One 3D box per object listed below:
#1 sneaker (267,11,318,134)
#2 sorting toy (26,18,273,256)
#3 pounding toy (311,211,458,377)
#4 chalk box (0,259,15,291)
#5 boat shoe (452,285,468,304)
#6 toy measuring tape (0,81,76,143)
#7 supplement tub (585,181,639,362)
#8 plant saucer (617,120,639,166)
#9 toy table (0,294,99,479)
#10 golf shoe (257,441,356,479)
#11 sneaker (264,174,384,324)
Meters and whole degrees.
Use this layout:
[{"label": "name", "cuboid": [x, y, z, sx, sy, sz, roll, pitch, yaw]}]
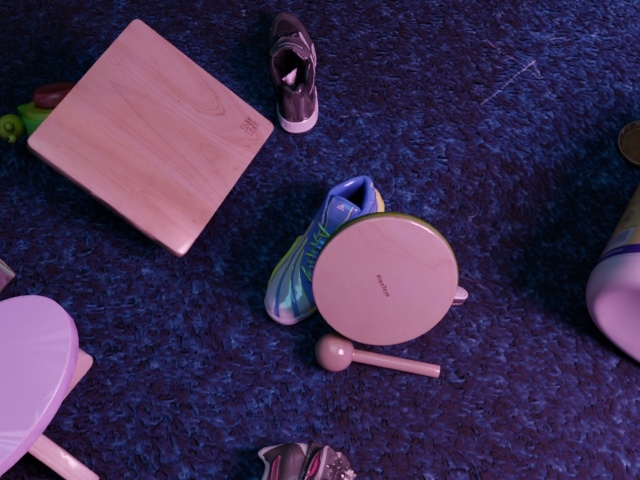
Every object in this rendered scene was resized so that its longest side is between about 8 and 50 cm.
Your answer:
[{"label": "sneaker", "cuboid": [-0.045, -0.291, 1.282, 0.078, 0.106, 0.235, -7, 61, 0]}, {"label": "sorting toy", "cuboid": [-0.246, -0.141, 1.179, 0.257, 0.089, 0.256, 37, 64, -11]}, {"label": "pounding toy", "cuboid": [0.078, 0.054, 1.056, 0.182, 0.237, 0.110, 2, 27, -2]}, {"label": "chalk box", "cuboid": [-0.557, 0.044, 1.074, 0.179, 0.180, 0.289, 10, 58, 38]}, {"label": "boat shoe", "cuboid": [0.138, 0.076, 1.109, 0.125, 0.038, 0.046, 6, 20, 2]}, {"label": "toy measuring tape", "cuboid": [-0.334, -0.193, 1.250, 0.329, 0.121, 0.122, -10, 61, -7]}, {"label": "supplement tub", "cuboid": [0.505, -0.007, 1.010, 0.241, 0.241, 0.331, 28, 67, 18]}, {"label": "plant saucer", "cuboid": [0.489, -0.143, 1.212, 0.083, 0.013, 0.084, -2, 61, 4]}, {"label": "toy table", "cuboid": [-0.394, 0.216, 1.006, 0.274, 0.161, 0.252, -42, 67, -16]}, {"label": "golf shoe", "cuboid": [-0.047, 0.370, 0.945, 0.120, 0.105, 0.273, 3, 56, 26]}, {"label": "sneaker", "cuboid": [0.000, 0.000, 1.110, 0.091, 0.126, 0.240, 29, 67, 19]}]
